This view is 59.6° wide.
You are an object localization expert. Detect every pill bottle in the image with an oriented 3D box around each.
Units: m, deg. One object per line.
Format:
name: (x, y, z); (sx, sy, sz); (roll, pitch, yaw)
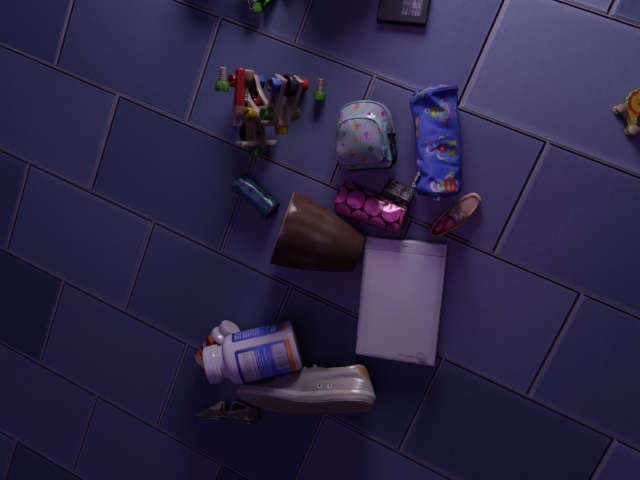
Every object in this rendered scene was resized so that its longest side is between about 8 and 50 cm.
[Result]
pill bottle: (-0.201, 0.339, 1.655); (0.272, 0.152, 0.152); (-13, 94, -1)
pill bottle: (-0.321, 0.328, 1.755); (0.086, 0.086, 0.152); (37, 104, 7)

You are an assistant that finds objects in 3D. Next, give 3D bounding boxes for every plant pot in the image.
plant pot: (0.000, 0.000, 1.580); (0.231, 0.215, 0.215); (19, 102, -2)

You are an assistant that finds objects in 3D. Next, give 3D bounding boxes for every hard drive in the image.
hard drive: (0.225, -0.636, 1.512); (0.135, 0.022, 0.094); (11, 100, 13)
hard drive: (0.230, 0.171, 1.608); (0.233, 0.047, 0.352); (6, 100, 14)

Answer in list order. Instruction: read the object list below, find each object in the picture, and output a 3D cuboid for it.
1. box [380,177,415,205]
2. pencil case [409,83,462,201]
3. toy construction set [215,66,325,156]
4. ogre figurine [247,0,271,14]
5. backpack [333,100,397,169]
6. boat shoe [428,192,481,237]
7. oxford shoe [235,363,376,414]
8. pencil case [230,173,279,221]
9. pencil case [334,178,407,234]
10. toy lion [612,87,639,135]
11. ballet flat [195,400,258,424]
box: (0.217, -0.135, 1.559); (0.083, 0.067, 0.018); (26, 133, 10)
pencil case: (0.305, -0.259, 1.490); (0.133, 0.119, 0.305); (-4, 96, -7)
toy construction set: (-0.166, -0.339, 1.527); (0.258, 0.309, 0.237); (12, 105, 21)
ogre figurine: (-0.151, -0.745, 1.565); (0.118, 0.096, 0.197); (44, 122, -13)
backpack: (0.119, -0.289, 1.527); (0.166, 0.144, 0.188); (-1, 94, 20)
boat shoe: (0.369, -0.064, 1.532); (0.170, 0.059, 0.063); (-43, 85, 16)
oxford shoe: (-0.045, 0.443, 1.684); (0.450, 0.169, 0.130); (-9, 55, 23)
pencil case: (-0.197, -0.130, 1.671); (0.152, 0.064, 0.070); (39, 89, 7)
pencil case: (0.143, -0.093, 1.576); (0.210, 0.095, 0.098); (22, 86, 9)
toy lion: (0.797, -0.326, 1.401); (0.096, 0.034, 0.100); (-27, 90, 9)
ballet flat: (-0.298, 0.551, 1.799); (0.213, 0.072, 0.068); (0, 70, 14)
